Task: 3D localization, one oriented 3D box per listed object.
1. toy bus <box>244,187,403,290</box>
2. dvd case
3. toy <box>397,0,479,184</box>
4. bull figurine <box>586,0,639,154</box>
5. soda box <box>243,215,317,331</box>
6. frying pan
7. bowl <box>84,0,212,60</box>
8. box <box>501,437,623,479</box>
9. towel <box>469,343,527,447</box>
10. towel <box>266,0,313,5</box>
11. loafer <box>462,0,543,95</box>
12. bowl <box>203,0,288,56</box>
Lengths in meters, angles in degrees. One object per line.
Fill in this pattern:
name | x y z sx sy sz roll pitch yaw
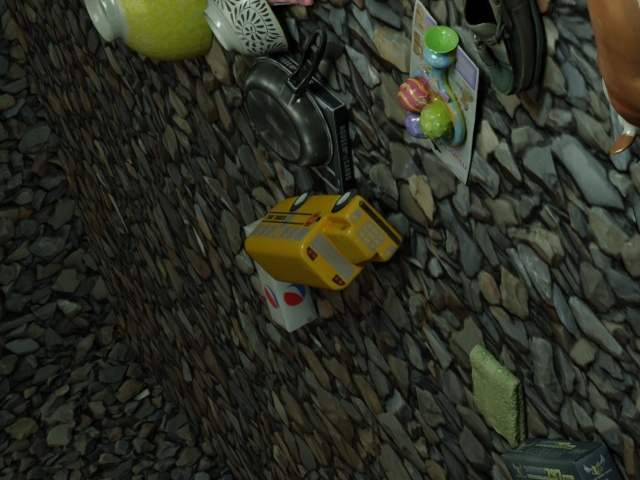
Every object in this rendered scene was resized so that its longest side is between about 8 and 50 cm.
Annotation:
toy bus | 0.000 0.000 2.150 0.108 0.130 0.332 46 165 -17
dvd case | -0.028 -0.197 2.154 0.239 0.029 0.179 45 155 41
toy | 0.137 -0.176 1.725 0.137 0.056 0.237 54 159 28
bull figurine | 0.306 -0.187 1.193 0.188 0.101 0.310 16 142 48
soda box | -0.074 0.061 2.550 0.074 0.069 0.216 35 147 53
frying pan | -0.029 -0.196 2.049 0.197 0.053 0.326 58 159 -10
bowl | -0.330 -0.436 2.420 0.289 0.156 0.289 51 158 31
box | 0.356 0.368 1.876 0.183 0.059 0.232 63 161 -2
towel | 0.259 0.230 1.990 0.110 0.027 0.148 43 153 41
towel | -0.072 -0.432 1.959 0.144 0.029 0.197 19 133 62
loafer | 0.177 -0.267 1.460 0.096 0.084 0.268 41 151 46
bowl | -0.128 -0.342 2.083 0.170 0.080 0.170 55 173 10
